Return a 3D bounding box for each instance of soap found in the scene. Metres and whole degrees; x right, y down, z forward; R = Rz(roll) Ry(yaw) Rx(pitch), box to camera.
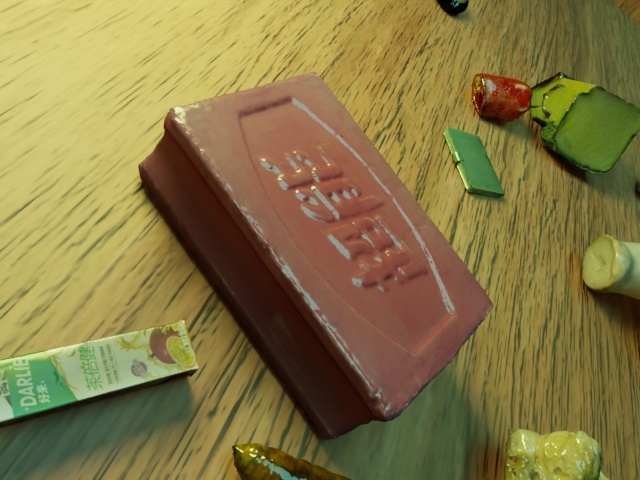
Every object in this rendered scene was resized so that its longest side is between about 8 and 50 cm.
[{"bbox_3d":[0.000,0.000,0.573,0.233,0.128,0.359,-31,82,-42],"label":"soap"}]

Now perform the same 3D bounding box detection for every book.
[{"bbox_3d":[0.280,-0.144,0.940,0.103,0.017,0.135,4,60,-36],"label":"book"}]

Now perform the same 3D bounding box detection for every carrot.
[{"bbox_3d":[0.049,0.271,0.478,0.314,0.066,0.066,32,48,-10],"label":"carrot"}]

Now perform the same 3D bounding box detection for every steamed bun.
[{"bbox_3d":[0.284,0.315,0.555,0.192,0.106,0.177,52,38,-26],"label":"steamed bun"}]

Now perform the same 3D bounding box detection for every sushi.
[{"bbox_3d":[0.322,-0.598,1.243,0.085,0.056,0.083,-22,75,-41],"label":"sushi"}]

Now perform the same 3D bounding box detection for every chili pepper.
[{"bbox_3d":[0.400,-0.298,1.080,0.192,0.086,0.084,2,32,-24],"label":"chili pepper"}]

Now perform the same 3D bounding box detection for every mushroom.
[{"bbox_3d":[0.693,0.082,0.891,0.356,0.315,0.315,26,49,-33],"label":"mushroom"}]

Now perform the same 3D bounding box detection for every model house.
[{"bbox_3d":[0.580,-0.281,1.188,0.194,0.170,0.211,16,25,-18],"label":"model house"}]

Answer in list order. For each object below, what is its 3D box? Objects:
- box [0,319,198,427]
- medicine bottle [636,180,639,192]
[{"bbox_3d":[-0.203,0.111,0.413,0.207,0.041,0.050,-7,66,-39],"label":"box"},{"bbox_3d":[0.911,-0.099,1.297,0.186,0.103,0.103,45,46,-1],"label":"medicine bottle"}]
